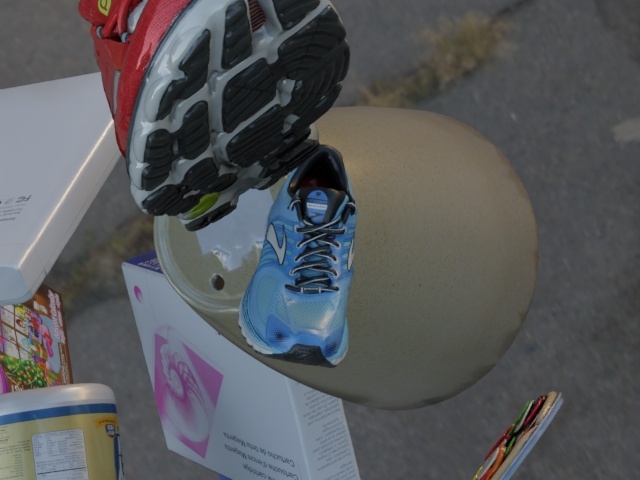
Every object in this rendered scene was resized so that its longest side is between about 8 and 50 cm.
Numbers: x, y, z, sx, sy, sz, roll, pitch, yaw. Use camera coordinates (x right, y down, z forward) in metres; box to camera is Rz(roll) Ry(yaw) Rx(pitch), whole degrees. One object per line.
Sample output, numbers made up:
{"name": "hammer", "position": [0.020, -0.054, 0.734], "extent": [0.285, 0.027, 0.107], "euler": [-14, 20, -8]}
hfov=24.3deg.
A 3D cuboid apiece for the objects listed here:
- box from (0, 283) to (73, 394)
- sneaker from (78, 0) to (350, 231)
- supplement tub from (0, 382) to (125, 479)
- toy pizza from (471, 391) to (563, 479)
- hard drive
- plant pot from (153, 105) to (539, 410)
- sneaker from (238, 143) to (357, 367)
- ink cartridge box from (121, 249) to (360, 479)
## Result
{"name": "box", "position": [-0.426, 0.143, 2.009], "extent": [0.057, 0.201, 0.293], "euler": [-38, 41, 18]}
{"name": "sneaker", "position": [-0.066, -0.078, 0.660], "extent": [0.107, 0.279, 0.118], "euler": [-36, 86, -10]}
{"name": "supplement tub", "position": [-0.269, 0.253, 1.506], "extent": [0.144, 0.144, 0.199], "euler": [-12, 80, 20]}
{"name": "toy pizza", "position": [0.208, 0.249, 1.694], "extent": [0.032, 0.201, 0.201], "euler": [37, 79, 9]}
{"name": "hard drive", "position": [-0.318, -0.050, 1.431], "extent": [0.233, 0.047, 0.353], "euler": [-7, 33, 20]}
{"name": "plant pot", "position": [0.000, 0.000, 1.142], "extent": [0.256, 0.274, 0.256], "euler": [-4, 82, 28]}
{"name": "sneaker", "position": [-0.010, 0.004, 0.845], "extent": [0.063, 0.073, 0.162], "euler": [8, 41, -7]}
{"name": "ink cartridge box", "position": [-0.082, 0.187, 1.603], "extent": [0.071, 0.330, 0.324], "euler": [-22, 18, -31]}
